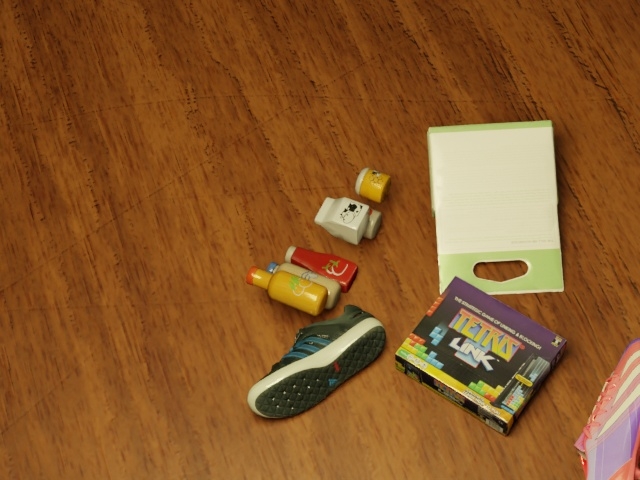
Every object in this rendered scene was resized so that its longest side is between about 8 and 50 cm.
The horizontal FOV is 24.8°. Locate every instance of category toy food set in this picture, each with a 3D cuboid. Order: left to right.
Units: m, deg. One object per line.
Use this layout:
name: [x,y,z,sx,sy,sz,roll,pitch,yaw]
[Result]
toy food set: [0.000,0.000,1.915,0.104,0.111,0.232,21,63,15]

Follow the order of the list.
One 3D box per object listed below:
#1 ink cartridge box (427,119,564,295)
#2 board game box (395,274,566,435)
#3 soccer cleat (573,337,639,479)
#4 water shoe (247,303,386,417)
ink cartridge box: [0.235,-0.041,1.967,0.171,0.056,0.235,-3,82,1]
board game box: [0.203,0.144,1.849,0.170,0.048,0.141,30,67,20]
soccer cleat: [0.357,0.225,1.777,0.095,0.083,0.248,8,61,13]
water shoe: [-0.013,0.155,1.854,0.203,0.073,0.080,-28,39,-19]
